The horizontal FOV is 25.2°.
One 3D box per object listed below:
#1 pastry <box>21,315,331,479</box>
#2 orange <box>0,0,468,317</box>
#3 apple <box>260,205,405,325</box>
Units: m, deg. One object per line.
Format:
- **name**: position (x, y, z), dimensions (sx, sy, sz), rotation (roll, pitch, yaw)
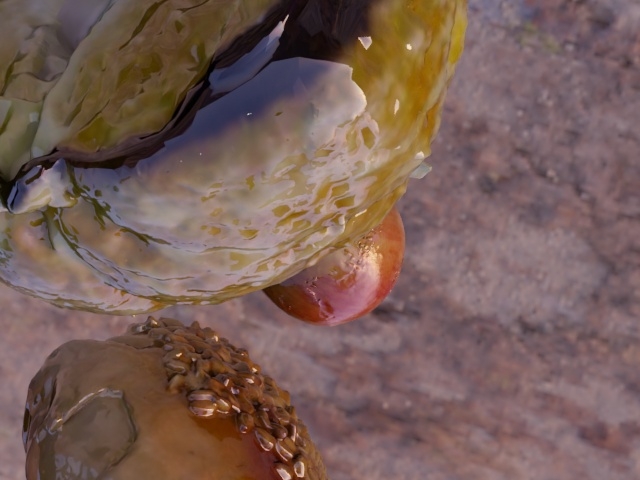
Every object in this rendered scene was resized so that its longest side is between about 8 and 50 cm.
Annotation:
- **pastry**: position (-0.107, 0.253, 1.304), dimensions (0.245, 0.409, 0.409), rotation (-27, 147, -4)
- **orange**: position (-0.076, -0.084, 0.767), dimensions (0.369, 0.270, 0.210), rotation (-9, 144, 32)
- **apple**: position (0.000, 0.000, 1.219), dimensions (0.147, 0.146, 0.146), rotation (16, 154, 8)
